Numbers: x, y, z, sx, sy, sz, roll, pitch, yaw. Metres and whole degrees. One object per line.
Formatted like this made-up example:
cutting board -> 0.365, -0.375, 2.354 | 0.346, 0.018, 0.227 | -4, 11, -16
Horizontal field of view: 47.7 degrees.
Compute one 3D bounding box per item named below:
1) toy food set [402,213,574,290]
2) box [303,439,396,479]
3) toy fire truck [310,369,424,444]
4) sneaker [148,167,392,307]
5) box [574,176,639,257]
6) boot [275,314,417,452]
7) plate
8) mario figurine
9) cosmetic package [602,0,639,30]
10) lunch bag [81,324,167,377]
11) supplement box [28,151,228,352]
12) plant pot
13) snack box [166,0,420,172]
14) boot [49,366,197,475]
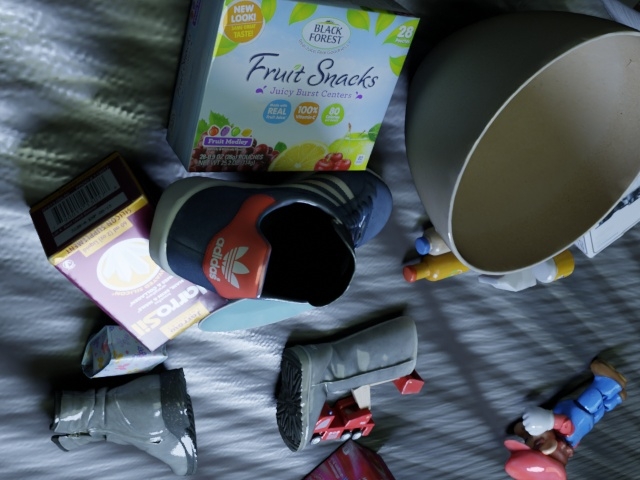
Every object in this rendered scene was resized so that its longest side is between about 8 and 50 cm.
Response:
toy food set -> 0.205, 0.013, 0.943 | 0.105, 0.232, 0.111 | -15, 101, -25
box -> 0.092, 0.486, 1.227 | 0.128, 0.257, 0.122 | -42, 137, 4
toy fire truck -> 0.061, 0.257, 1.155 | 0.192, 0.047, 0.135 | 6, 123, -38
sneaker -> 0.000, 0.000, 0.743 | 0.350, 0.148, 0.131 | -15, 122, -51
box -> 0.404, -0.120, 1.026 | 0.169, 0.087, 0.290 | -38, 139, -1
boot -> 0.042, 0.210, 1.076 | 0.209, 0.076, 0.189 | -11, 123, -36
plate -> -0.058, 0.071, 0.869 | 0.188, 0.024, 0.188 | -16, 165, -4
mario figurine -> 0.511, 0.388, 1.579 | 0.320, 0.170, 0.198 | -40, 104, -13
cosmetic package -> 0.446, -0.260, 0.811 | 0.107, 0.238, 0.127 | 25, 109, -46
lunch bag -> -0.226, 0.127, 0.823 | 0.071, 0.053, 0.083 | 2, 151, -38
supplement box -> -0.187, 0.018, 0.729 | 0.104, 0.081, 0.188 | -35, 140, -4
plant pot -> 0.202, -0.132, 0.789 | 0.284, 0.191, 0.284 | -20, 137, -20
snack box -> -0.028, -0.155, 0.694 | 0.207, 0.070, 0.174 | -4, 129, -35
boot -> -0.241, 0.234, 0.906 | 0.161, 0.083, 0.246 | -7, 143, -8
